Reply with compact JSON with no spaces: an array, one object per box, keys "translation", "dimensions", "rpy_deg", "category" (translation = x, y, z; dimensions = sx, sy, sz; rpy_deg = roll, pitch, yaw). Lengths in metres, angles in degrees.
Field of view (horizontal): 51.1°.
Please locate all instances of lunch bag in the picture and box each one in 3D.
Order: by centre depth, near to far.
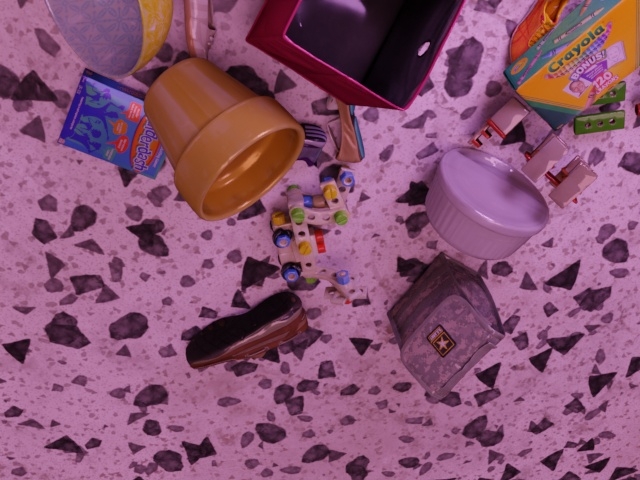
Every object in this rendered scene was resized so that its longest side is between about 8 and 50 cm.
[{"translation":[0.309,0.213,1.639],"dimensions":[0.169,0.287,0.235],"rpy_deg":[28,114,-24],"category":"lunch bag"}]

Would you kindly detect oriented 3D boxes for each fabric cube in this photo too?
[{"translation":[0.058,-0.401,1.189],"dimensions":[0.259,0.258,0.254],"rpy_deg":[26,93,-23],"category":"fabric cube"}]

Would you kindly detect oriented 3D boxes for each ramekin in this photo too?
[{"translation":[0.359,-0.074,1.491],"dimensions":[0.272,0.273,0.127],"rpy_deg":[13,131,-17],"category":"ramekin"}]

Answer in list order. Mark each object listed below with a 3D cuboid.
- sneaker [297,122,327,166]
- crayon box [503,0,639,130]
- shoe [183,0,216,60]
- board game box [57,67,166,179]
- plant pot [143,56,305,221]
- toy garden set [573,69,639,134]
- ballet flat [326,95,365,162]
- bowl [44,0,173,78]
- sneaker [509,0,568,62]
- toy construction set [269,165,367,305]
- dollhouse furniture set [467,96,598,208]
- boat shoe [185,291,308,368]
[{"translation":[-0.103,-0.204,1.434],"dimensions":[0.223,0.083,0.098],"rpy_deg":[9,133,-10],"category":"sneaker"},{"translation":[0.539,-0.375,1.368],"dimensions":[0.165,0.081,0.278],"rpy_deg":[30,122,-34],"category":"crayon box"},{"translation":[-0.227,-0.422,1.275],"dimensions":[0.058,0.076,0.219],"rpy_deg":[-3,120,-2],"category":"shoe"},{"translation":[-0.409,-0.235,1.378],"dimensions":[0.210,0.047,0.160],"rpy_deg":[20,116,-22],"category":"board game box"},{"translation":[-0.198,-0.206,1.266],"dimensions":[0.254,0.254,0.239],"rpy_deg":[-46,75,18],"category":"plant pot"},{"translation":[0.657,-0.365,1.466],"dimensions":[0.203,0.049,0.244],"rpy_deg":[-7,121,9],"category":"toy garden set"},{"translation":[0.046,-0.267,1.422],"dimensions":[0.073,0.080,0.232],"rpy_deg":[-3,122,11],"category":"ballet flat"},{"translation":[-0.348,-0.446,1.173],"dimensions":[0.156,0.289,0.290],"rpy_deg":[-38,133,-37],"category":"bowl"},{"translation":[0.448,-0.440,1.384],"dimensions":[0.064,0.067,0.175],"rpy_deg":[13,120,-19],"category":"sneaker"},{"translation":[0.000,0.000,1.547],"dimensions":[0.215,0.151,0.328],"rpy_deg":[-12,112,-2],"category":"toy construction set"},{"translation":[0.464,-0.177,1.460],"dimensions":[0.259,0.262,0.135],"rpy_deg":[45,111,6],"category":"dollhouse furniture set"},{"translation":[-0.177,0.250,1.681],"dimensions":[0.324,0.123,0.120],"rpy_deg":[-24,126,7],"category":"boat shoe"}]
